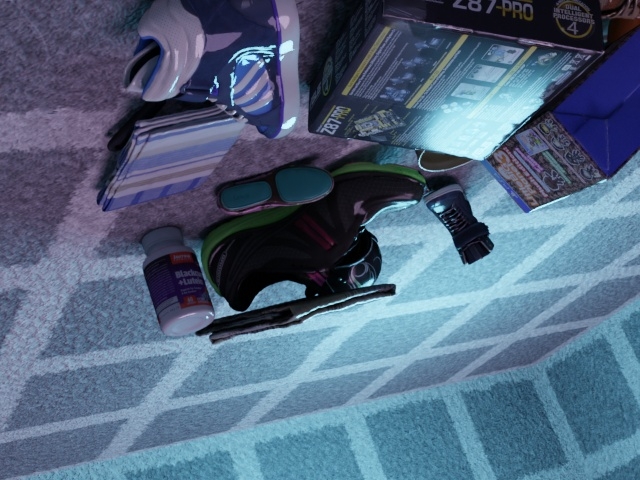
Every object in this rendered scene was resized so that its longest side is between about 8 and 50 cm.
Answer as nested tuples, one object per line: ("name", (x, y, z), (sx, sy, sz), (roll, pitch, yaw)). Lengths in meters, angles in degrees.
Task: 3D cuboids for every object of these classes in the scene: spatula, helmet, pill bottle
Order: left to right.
("spatula", (-0.220, -0.217, 1.472), (0.296, 0.030, 0.084), (-33, 156, 28))
("pill bottle", (-0.279, 0.076, 1.890), (0.108, 0.194, 0.108), (-19, 158, -8))
("helmet", (0.052, 0.051, 2.178), (0.169, 0.169, 0.162), (-17, 145, -9))

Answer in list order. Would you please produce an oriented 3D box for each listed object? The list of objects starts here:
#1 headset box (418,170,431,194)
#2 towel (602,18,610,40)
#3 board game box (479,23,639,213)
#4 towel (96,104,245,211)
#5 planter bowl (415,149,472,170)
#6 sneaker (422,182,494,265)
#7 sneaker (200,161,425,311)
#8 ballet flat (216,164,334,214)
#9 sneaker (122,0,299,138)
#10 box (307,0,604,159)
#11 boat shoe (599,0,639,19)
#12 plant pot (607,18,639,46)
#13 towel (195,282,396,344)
("headset box", (0.186, -0.108, 2.092), (0.083, 0.032, 0.062), (-27, 158, 11))
("towel", (0.534, -0.422, 1.630), (0.187, 0.049, 0.282), (-9, 156, -37))
("board game box", (0.430, -0.191, 1.628), (0.232, 0.141, 0.291), (-42, -178, -15))
("towel", (-0.242, -0.136, 1.603), (0.209, 0.034, 0.285), (-17, 165, -31))
("planter bowl", (0.234, -0.213, 1.782), (0.162, 0.109, 0.162), (-17, 158, -7))
("sneaker", (0.309, -0.033, 2.179), (0.086, 0.163, 0.226), (-28, 162, 20))
("sneaker", (0.000, 0.000, 1.949), (0.482, 0.202, 0.185), (-26, 159, 15))
("ballet flat", (-0.087, -0.092, 1.850), (0.221, 0.077, 0.079), (-14, 176, -5))
("sneaker", (-0.155, -0.231, 1.356), (0.236, 0.130, 0.323), (-16, 156, -12))
("box", (0.179, -0.247, 1.462), (0.318, 0.097, 0.395), (5, 162, -13))
("boat shoe", (0.410, -0.358, 1.388), (0.324, 0.116, 0.123), (13, 138, 4))
("plant pot", (0.638, -0.319, 1.580), (0.203, 0.291, 0.291), (-36, 163, -17))
("towel", (-0.051, 0.151, 1.998), (0.312, 0.056, 0.324), (-14, 177, 44))
